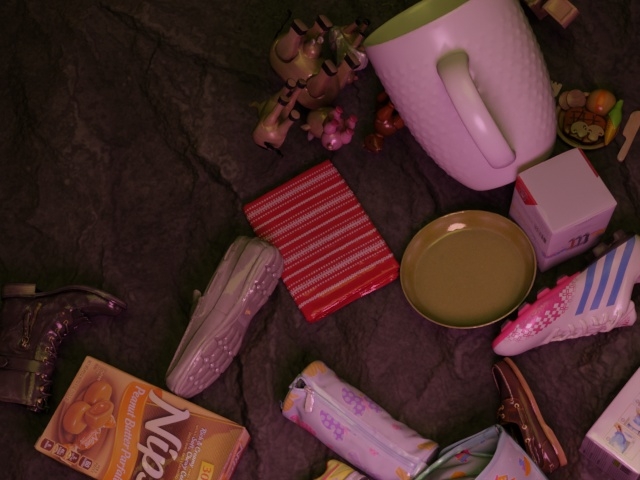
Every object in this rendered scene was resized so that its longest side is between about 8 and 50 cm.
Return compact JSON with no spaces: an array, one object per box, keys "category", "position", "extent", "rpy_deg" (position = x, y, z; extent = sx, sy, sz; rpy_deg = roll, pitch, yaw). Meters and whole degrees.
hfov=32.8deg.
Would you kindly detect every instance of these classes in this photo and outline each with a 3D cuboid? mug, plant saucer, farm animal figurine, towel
[{"category":"mug","position":[0.266,-0.251,1.884],"extent":[0.276,0.374,0.328],"rpy_deg":[-26,107,14]},{"category":"plant saucer","position":[0.263,0.056,1.931],"extent":[0.241,0.037,0.241],"rpy_deg":[-7,58,12]},{"category":"farm animal figurine","position":[-0.016,-0.269,2.029],"extent":[0.330,0.172,0.326],"rpy_deg":[-2,59,-37]},{"category":"towel","position":[0.000,0.000,2.006],"extent":[0.199,0.031,0.275],"rpy_deg":[-29,65,-5]}]

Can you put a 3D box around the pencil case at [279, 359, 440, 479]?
[{"category":"pencil case","position":[0.066,0.314,1.812],"extent":[0.273,0.124,0.113],"rpy_deg":[34,65,17]}]

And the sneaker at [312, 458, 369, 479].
[{"category":"sneaker","position":[-0.015,0.449,1.796],"extent":[0.208,0.081,0.094],"rpy_deg":[-43,50,-10]}]

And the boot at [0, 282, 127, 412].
[{"category":"boot","position":[-0.484,0.196,1.950],"extent":[0.263,0.091,0.229],"rpy_deg":[1,72,11]}]

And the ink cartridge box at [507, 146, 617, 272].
[{"category":"ink cartridge box","position":[0.419,-0.051,1.906],"extent":[0.127,0.176,0.128],"rpy_deg":[-25,67,-8]}]

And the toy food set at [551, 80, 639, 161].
[{"category":"toy food set","position":[0.504,-0.234,2.049],"extent":[0.192,0.038,0.132],"rpy_deg":[22,71,14]}]

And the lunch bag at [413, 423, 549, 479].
[{"category":"lunch bag","position":[0.248,0.439,1.680],"extent":[0.262,0.160,0.223],"rpy_deg":[-43,106,-9]}]

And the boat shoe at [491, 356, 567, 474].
[{"category":"boat shoe","position":[0.333,0.297,1.819],"extent":[0.073,0.073,0.207],"rpy_deg":[-23,66,-6]}]

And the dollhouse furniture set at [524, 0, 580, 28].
[{"category":"dollhouse furniture set","position":[0.395,-0.439,2.141],"extent":[0.161,0.101,0.182],"rpy_deg":[-45,68,13]}]

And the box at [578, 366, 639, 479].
[{"category":"box","position":[0.530,0.288,1.780],"extent":[0.103,0.114,0.203],"rpy_deg":[37,75,20]}]

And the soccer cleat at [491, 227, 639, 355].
[{"category":"soccer cleat","position":[0.452,0.118,1.864],"extent":[0.331,0.116,0.143],"rpy_deg":[-37,78,-7]}]

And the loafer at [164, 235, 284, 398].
[{"category":"loafer","position":[-0.185,0.133,1.932],"extent":[0.111,0.112,0.319],"rpy_deg":[23,69,29]}]

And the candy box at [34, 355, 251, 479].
[{"category":"candy box","position":[-0.300,0.346,1.855],"extent":[0.316,0.087,0.183],"rpy_deg":[22,71,14]}]
